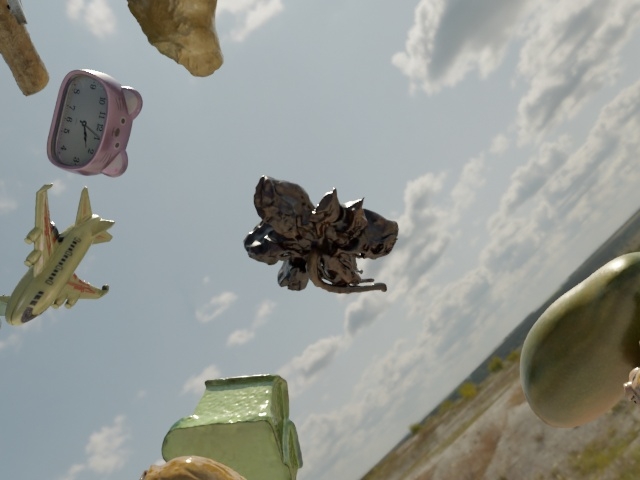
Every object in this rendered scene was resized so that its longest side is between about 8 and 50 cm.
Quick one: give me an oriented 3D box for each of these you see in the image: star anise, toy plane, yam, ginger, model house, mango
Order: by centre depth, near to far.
[{"bbox_3d":[0.343,0.121,0.865,0.129,0.146,0.289,-91,21,-45],"label":"mango"},{"bbox_3d":[0.000,0.000,0.981,0.126,0.220,0.190,-84,0,-57],"label":"star anise"},{"bbox_3d":[-0.196,-0.350,1.095,0.122,0.193,0.115,-44,-16,32],"label":"ginger"},{"bbox_3d":[-0.519,-0.368,1.131,0.066,0.066,0.300,-37,-42,-23],"label":"yam"},{"bbox_3d":[-0.425,0.037,1.136,0.256,0.104,0.242,-55,-34,-38],"label":"toy plane"},{"bbox_3d":[-0.125,0.330,1.145,0.195,0.214,0.189,-10,21,13],"label":"model house"}]

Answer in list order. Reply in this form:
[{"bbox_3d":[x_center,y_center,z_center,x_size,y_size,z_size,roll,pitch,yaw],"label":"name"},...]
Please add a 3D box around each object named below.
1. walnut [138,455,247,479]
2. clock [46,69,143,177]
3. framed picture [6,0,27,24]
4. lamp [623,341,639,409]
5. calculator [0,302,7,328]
[{"bbox_3d":[-0.119,0.297,0.704,0.144,0.180,0.144,-47,-13,-14],"label":"walnut"},{"bbox_3d":[-0.325,-0.165,1.011,0.050,0.110,0.153,-9,-66,-77],"label":"clock"},{"bbox_3d":[-0.428,-0.410,0.904,0.019,0.209,0.281,-16,8,-16],"label":"framed picture"},{"bbox_3d":[0.383,0.155,0.737,0.118,0.118,0.253,-49,-34,17],"label":"lamp"},{"bbox_3d":[-0.720,0.151,1.327,0.298,0.041,0.185,-13,-36,10],"label":"calculator"}]
